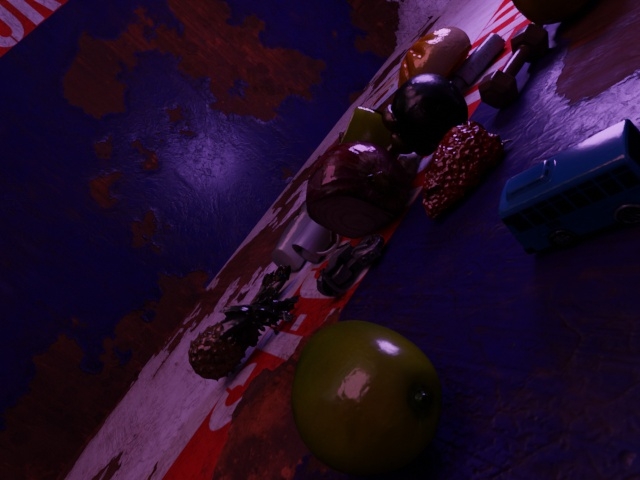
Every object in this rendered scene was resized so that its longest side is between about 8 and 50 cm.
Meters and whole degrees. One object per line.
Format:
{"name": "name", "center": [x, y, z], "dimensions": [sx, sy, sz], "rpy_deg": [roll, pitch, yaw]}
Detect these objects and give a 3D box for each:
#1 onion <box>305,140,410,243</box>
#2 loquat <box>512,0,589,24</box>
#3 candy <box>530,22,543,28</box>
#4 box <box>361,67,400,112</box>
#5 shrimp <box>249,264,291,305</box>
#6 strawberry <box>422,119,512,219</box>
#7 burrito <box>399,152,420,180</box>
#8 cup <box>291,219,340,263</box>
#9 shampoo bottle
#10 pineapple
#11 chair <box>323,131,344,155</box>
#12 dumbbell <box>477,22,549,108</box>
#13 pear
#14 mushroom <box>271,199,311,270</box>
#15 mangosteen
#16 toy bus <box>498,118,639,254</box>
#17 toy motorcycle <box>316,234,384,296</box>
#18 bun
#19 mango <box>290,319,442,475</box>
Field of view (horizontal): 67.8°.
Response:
{"name": "onion", "center": [0.099, -0.148, 1.260], "dimensions": [0.273, 0.256, 0.230], "rpy_deg": [-2, 61, 42]}
{"name": "loquat", "center": [0.560, -0.642, 1.158], "dimensions": [0.246, 0.213, 0.213], "rpy_deg": [-21, -12, -48]}
{"name": "candy", "center": [0.628, -0.616, 1.314], "dimensions": [0.123, 0.035, 0.035], "rpy_deg": [-38, 26, 8]}
{"name": "box", "center": [0.306, -0.580, 1.996], "dimensions": [0.345, 0.122, 0.385], "rpy_deg": [-39, 17, 34]}
{"name": "shrimp", "center": [-0.174, 0.159, 1.647], "dimensions": [0.290, 0.054, 0.222], "rpy_deg": [-50, 12, 30]}
{"name": "strawberry", "center": [0.275, -0.157, 1.024], "dimensions": [0.228, 0.098, 0.174], "rpy_deg": [-48, 13, 2]}
{"name": "burrito", "center": [0.264, -0.251, 1.384], "dimensions": [0.229, 0.063, 0.058], "rpy_deg": [-64, -13, -47]}
{"name": "cup", "center": [-0.001, 0.004, 1.501], "dimensions": [0.133, 0.136, 0.099], "rpy_deg": [-54, -19, -20]}
{"name": "shampoo bottle", "center": [0.479, -0.546, 1.491], "dimensions": [0.214, 0.072, 0.072], "rpy_deg": [-48, 14, 7]}
{"name": "pineapple", "center": [-0.223, 0.249, 1.358], "dimensions": [0.364, 0.165, 0.165], "rpy_deg": [-43, 15, 20]}
{"name": "chair", "center": [0.145, -0.295, 1.793], "dimensions": [0.140, 0.221, 0.145], "rpy_deg": [-59, -26, -32]}
{"name": "dumbbell", "center": [0.470, -0.423, 1.159], "dimensions": [0.230, 0.092, 0.082], "rpy_deg": [-53, -14, -16]}
{"name": "pear", "center": [0.140, -0.239, 1.468], "dimensions": [0.292, 0.160, 0.292], "rpy_deg": [-60, -12, -22]}
{"name": "mushroom", "center": [-0.034, -0.072, 1.707], "dimensions": [0.397, 0.126, 0.177], "rpy_deg": [-57, 7, -17]}
{"name": "mangosteen", "center": [0.260, -0.313, 1.258], "dimensions": [0.250, 0.211, 0.211], "rpy_deg": [-40, 17, 32]}
{"name": "toy bus", "center": [0.324, -0.062, 0.609], "dimensions": [0.185, 0.106, 0.090], "rpy_deg": [-32, 25, 50]}
{"name": "toy motorcycle", "center": [0.061, 0.062, 1.147], "dimensions": [0.215, 0.080, 0.122], "rpy_deg": [-36, 19, 31]}
{"name": "bun", "center": [0.354, -0.570, 1.565], "dimensions": [0.299, 0.165, 0.299], "rpy_deg": [-50, -7, -9]}
{"name": "mango", "center": [0.041, 0.204, 0.678], "dimensions": [0.192, 0.156, 0.343], "rpy_deg": [-43, 9, -11]}
